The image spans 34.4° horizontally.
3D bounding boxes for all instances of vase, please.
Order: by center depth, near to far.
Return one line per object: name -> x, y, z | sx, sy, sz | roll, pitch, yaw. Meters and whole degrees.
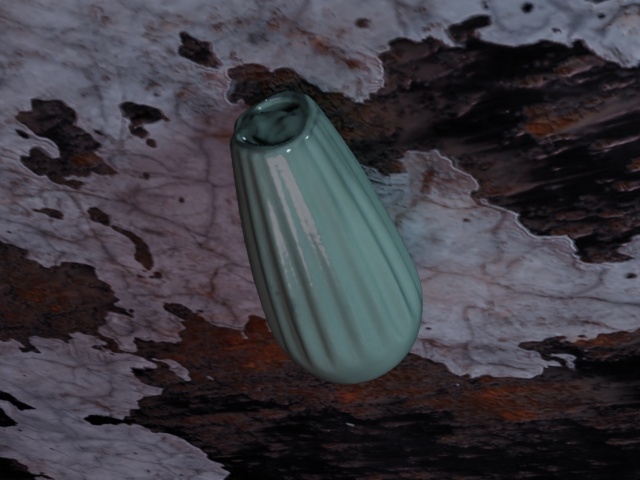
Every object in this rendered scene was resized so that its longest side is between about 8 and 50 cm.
vase -> 0.000, 0.000, 0.789 | 0.128, 0.128, 0.248 | -1, 136, 22
